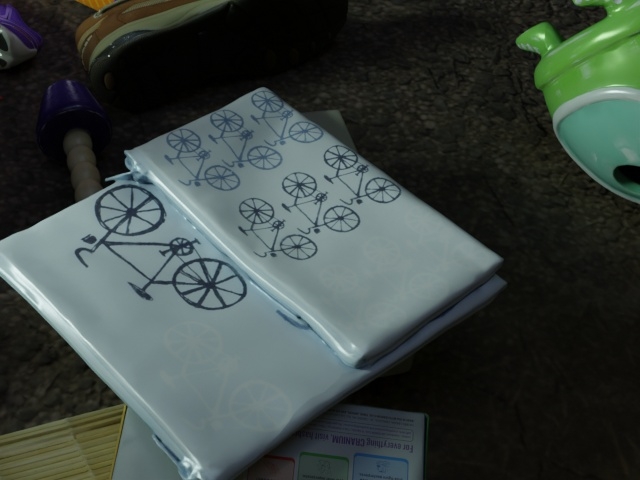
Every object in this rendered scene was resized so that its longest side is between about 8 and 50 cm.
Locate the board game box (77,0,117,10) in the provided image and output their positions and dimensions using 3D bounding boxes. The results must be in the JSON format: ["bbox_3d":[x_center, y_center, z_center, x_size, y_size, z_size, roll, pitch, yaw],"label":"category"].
[{"bbox_3d":[-0.243,-0.540,1.435,0.356,0.356,0.356,27,47,19],"label":"board game box"}]

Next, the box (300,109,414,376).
[{"bbox_3d":[0.000,0.000,1.113,0.113,0.094,0.275,-7,46,-14],"label":"box"}]

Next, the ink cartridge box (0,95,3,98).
[{"bbox_3d":[-0.402,-0.182,1.285,0.063,0.029,0.115,-30,55,-33],"label":"ink cartridge box"}]

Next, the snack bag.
[{"bbox_3d":[-0.068,0.016,0.996,0.342,0.037,0.323,-31,56,-31],"label":"snack bag"}]

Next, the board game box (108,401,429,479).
[{"bbox_3d":[-0.048,0.256,0.851,0.242,0.064,0.317,8,48,-2],"label":"board game box"}]

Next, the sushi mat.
[{"bbox_3d":[-0.179,0.201,0.937,0.316,0.019,0.151,-12,49,-19],"label":"sushi mat"}]

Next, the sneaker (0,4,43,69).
[{"bbox_3d":[-0.385,-0.251,1.348,0.170,0.068,0.071,39,36,17],"label":"sneaker"}]

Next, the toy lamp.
[{"bbox_3d":[-0.228,-0.054,1.149,0.080,0.080,0.275,-7,48,-15],"label":"toy lamp"}]

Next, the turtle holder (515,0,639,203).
[{"bbox_3d":[0.378,-0.168,1.196,0.243,0.320,0.227,-19,86,-49],"label":"turtle holder"}]

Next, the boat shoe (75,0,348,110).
[{"bbox_3d":[-0.124,-0.252,1.333,0.324,0.123,0.120,-19,48,-26],"label":"boat shoe"}]
